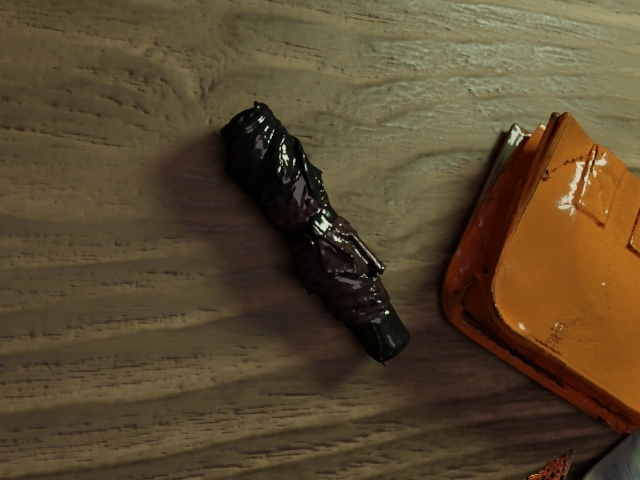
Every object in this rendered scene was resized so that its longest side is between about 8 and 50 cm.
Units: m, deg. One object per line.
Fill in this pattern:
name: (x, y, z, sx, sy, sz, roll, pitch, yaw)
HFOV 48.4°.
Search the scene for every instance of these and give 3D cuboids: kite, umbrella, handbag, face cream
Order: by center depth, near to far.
umbrella: (0.000, 0.000, 0.780, 0.090, 0.094, 0.326, -35, 102, -5)
kite: (0.257, 0.367, 0.923, 0.222, 0.008, 0.125, -13, 94, -23)
handbag: (0.371, 0.058, 0.927, 0.410, 0.116, 0.304, 32, 74, -20)
face cream: (0.381, 0.357, 0.956, 0.224, 0.070, 0.114, -26, 99, -34)
